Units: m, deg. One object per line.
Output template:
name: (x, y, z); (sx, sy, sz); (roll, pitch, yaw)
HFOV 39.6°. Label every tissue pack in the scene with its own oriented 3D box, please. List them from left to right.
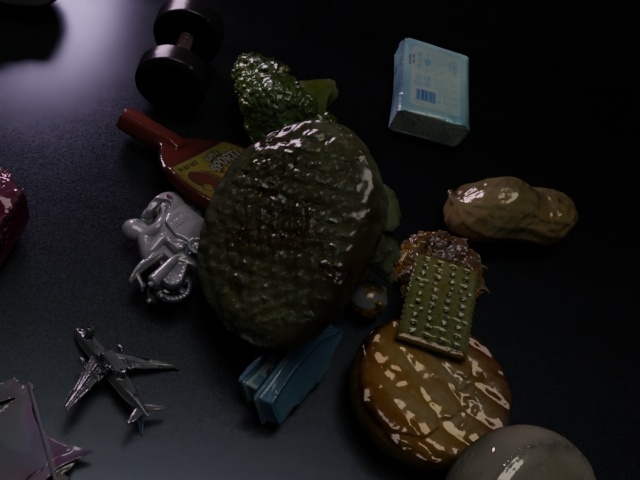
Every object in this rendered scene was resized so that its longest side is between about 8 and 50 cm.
tissue pack: (0.257, -0.349, 2.091); (0.177, 0.089, 0.263); (15, 49, -9)

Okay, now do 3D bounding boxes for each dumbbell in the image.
dumbbell: (-0.297, -0.396, 1.894); (0.152, 0.152, 0.218); (15, 51, -8)

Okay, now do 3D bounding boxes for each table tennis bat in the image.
table tennis bat: (-0.222, -0.146, 1.761); (0.414, 0.051, 0.268); (30, 29, 11)

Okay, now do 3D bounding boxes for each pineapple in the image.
pineapple: (0.246, 0.056, 1.790); (0.224, 0.076, 0.225); (8, 53, -11)

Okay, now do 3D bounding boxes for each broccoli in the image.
broccoli: (-0.089, -0.281, 1.886); (0.254, 0.186, 0.302); (30, 17, -17)

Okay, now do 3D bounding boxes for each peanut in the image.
peanut: (0.411, -0.061, 1.883); (0.291, 0.159, 0.143); (6, 79, -15)

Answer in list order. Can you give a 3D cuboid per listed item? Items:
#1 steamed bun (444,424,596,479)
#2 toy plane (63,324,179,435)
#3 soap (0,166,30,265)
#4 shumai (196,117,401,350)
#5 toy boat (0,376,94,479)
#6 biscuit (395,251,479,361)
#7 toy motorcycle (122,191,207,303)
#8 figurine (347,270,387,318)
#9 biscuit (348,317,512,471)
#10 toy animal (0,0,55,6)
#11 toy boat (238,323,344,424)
steamed bun: (0.307, 0.434, 1.438); (0.283, 0.177, 0.283); (-1, 91, -32)
toy plane: (-0.345, 0.219, 1.475); (0.226, 0.058, 0.226); (-16, 60, -46)
soap: (-0.678, -0.080, 1.543); (0.324, 0.127, 0.220); (20, 50, -3)
shumai: (0.000, 0.000, 1.568); (0.324, 0.397, 0.323); (28, 7, 30)
toy boat: (-0.457, 0.351, 1.336); (0.318, 0.072, 0.219); (43, 50, 19)
biscuit: (0.225, 0.117, 1.661); (0.139, 0.016, 0.231); (18, 44, 3)
toy motorcycle: (-0.283, 0.001, 1.634); (0.170, 0.110, 0.260); (16, 50, 1)
figurine: (0.081, 0.090, 1.716); (0.101, 0.068, 0.143); (7, 40, -8)
biscuit: (0.191, 0.274, 1.587); (0.296, 0.102, 0.296); (8, 51, -10)
toy animal: (-0.674, -0.624, 1.906); (0.266, 0.212, 0.212); (27, 50, 11)
toy boat: (-0.051, 0.211, 1.560); (0.098, 0.109, 0.238); (20, 50, 31)
